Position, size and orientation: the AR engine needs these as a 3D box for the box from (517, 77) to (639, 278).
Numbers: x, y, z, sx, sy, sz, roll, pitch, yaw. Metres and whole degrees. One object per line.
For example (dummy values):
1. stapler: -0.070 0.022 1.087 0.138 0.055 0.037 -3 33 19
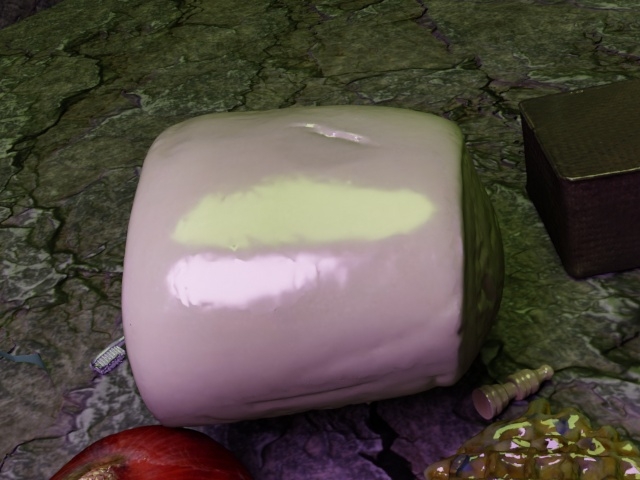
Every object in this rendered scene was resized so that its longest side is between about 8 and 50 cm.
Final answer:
1. box: 0.374 -0.089 1.273 0.184 0.143 0.273 -11 29 4

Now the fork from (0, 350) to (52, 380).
1. fork: -0.403 0.146 1.280 0.235 0.039 0.021 14 34 43

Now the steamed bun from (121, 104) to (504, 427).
1. steamed bun: 0.000 0.000 1.022 0.372 0.289 0.456 -7 6 4

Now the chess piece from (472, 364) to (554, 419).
1. chess piece: 0.206 0.153 1.032 0.092 0.035 0.035 -21 30 -22

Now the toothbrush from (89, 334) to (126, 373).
1. toothbrush: -0.187 0.077 1.292 0.024 0.021 0.288 27 55 33

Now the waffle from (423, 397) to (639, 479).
1. waffle: 0.203 0.227 0.881 0.204 0.054 0.223 -24 30 -19

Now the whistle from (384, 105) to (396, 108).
1. whistle: 0.108 -0.183 1.647 0.033 0.033 0.176 -7 31 10

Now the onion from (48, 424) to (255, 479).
1. onion: -0.159 0.265 0.872 0.248 0.161 0.248 7 38 -5
